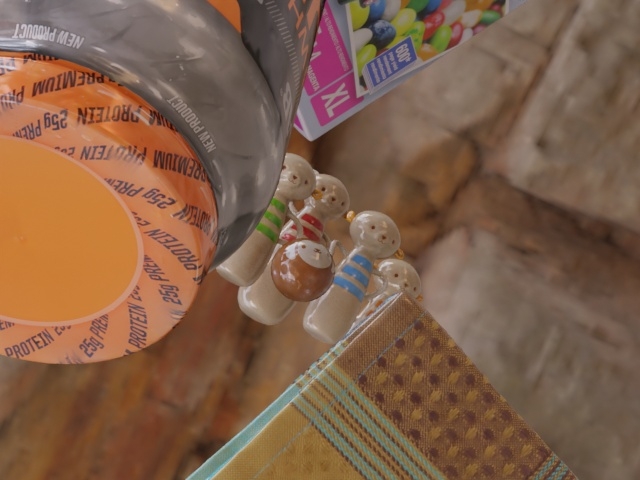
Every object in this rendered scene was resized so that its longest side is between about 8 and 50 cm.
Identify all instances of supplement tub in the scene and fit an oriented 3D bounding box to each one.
[{"bbox_3d":[-0.098,-0.106,0.817,0.193,0.193,0.316,-50,19,42],"label":"supplement tub"}]

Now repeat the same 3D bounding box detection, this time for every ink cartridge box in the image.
[{"bbox_3d":[0.084,-0.228,1.361,0.311,0.186,0.065,-35,53,-8],"label":"ink cartridge box"}]

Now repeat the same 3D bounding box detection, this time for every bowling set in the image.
[{"bbox_3d":[0.000,0.000,1.535,0.154,0.287,0.200,-60,18,-15],"label":"bowling set"}]

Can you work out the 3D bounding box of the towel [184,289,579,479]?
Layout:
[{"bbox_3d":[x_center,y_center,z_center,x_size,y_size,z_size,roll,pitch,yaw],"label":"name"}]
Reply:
[{"bbox_3d":[0.001,0.245,0.977,0.370,0.271,0.040,-43,5,-13],"label":"towel"}]
